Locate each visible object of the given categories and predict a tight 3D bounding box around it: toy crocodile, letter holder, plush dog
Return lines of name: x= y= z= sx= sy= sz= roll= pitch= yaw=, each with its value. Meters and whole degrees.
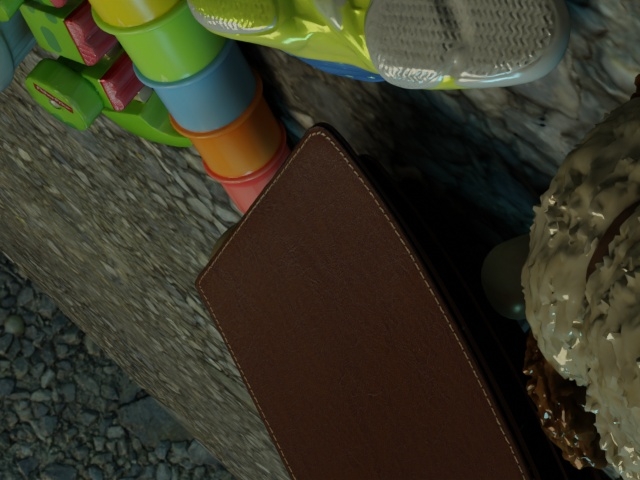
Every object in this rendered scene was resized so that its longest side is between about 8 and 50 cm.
toy crocodile: x=-0.199 y=-0.189 z=1.100 sx=0.105 sy=0.115 sz=0.340 roll=22 pitch=156 yaw=36
letter holder: x=0.074 y=0.082 z=0.947 sx=0.214 sy=0.152 sz=0.302 roll=-52 pitch=57 yaw=43
plush dog: x=0.164 y=0.026 z=0.587 sx=0.210 sy=0.262 sz=0.225 roll=21 pitch=-167 yaw=-26

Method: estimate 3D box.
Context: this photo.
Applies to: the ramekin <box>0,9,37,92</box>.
ramekin: x=-0.338 y=-0.262 z=1.202 sx=0.273 sy=0.127 sz=0.273 roll=37 pitch=162 yaw=14

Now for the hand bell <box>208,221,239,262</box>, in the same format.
hand bell: x=0.000 y=0.000 z=1.176 sx=0.126 sy=0.126 sz=0.242 roll=44 pitch=151 yaw=-4

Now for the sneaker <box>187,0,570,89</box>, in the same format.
sneaker: x=0.045 y=-0.133 z=0.794 sx=0.240 sy=0.091 sz=0.126 roll=19 pitch=-176 yaw=29

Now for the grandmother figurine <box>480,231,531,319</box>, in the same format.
grandmother figurine: x=0.229 y=0.053 z=0.776 sx=0.208 sy=0.104 sz=0.342 roll=40 pitch=166 yaw=-16

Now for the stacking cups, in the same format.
stacking cups: x=-0.096 y=-0.124 z=1.056 sx=0.096 sy=0.096 sz=0.316 roll=28 pitch=158 yaw=38

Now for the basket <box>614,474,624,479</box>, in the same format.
basket: x=0.277 y=0.172 z=0.940 sx=0.113 sy=0.103 sz=0.167 roll=40 pitch=163 yaw=7

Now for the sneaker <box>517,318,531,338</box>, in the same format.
sneaker: x=0.112 y=0.084 z=1.128 sx=0.217 sy=0.079 sz=0.121 roll=16 pitch=149 yaw=55
